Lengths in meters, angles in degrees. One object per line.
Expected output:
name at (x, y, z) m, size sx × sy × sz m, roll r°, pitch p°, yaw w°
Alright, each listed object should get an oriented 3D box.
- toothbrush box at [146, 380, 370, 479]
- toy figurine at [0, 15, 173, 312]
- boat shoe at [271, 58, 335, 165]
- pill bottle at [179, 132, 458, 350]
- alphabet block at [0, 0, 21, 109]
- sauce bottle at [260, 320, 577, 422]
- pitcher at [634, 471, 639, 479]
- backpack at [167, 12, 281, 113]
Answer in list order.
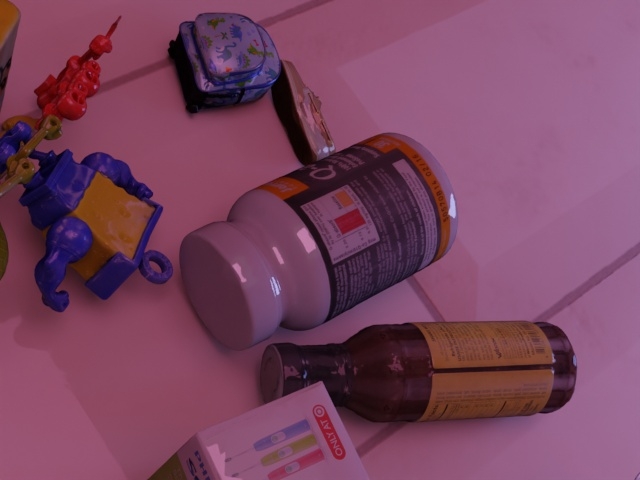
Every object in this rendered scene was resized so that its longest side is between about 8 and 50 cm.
toothbrush box at (-0.053, 0.270, 0.874) m, size 0.122 × 0.283 × 0.206 m, roll -19°, pitch 74°, yaw -29°
toy figurine at (-0.218, -0.025, 0.993) m, size 0.217 × 0.191 × 0.362 m, roll 44°, pitch 28°, yaw -22°
boat shoe at (-0.021, -0.155, 1.237) m, size 0.045 × 0.050 × 0.135 m, roll -14°, pitch 82°, yaw -32°
pill bottle at (0.000, 0.000, 1.101) m, size 0.278 × 0.162 × 0.162 m, roll -26°, pitch 78°, yaw -31°
alphabet block at (-0.418, -0.142, 0.968) m, size 0.193 × 0.197 × 0.192 m, roll 24°, pitch 59°, yaw -12°
sauce bottle at (0.107, 0.140, 1.109) m, size 0.344 × 0.111 × 0.111 m, roll 3°, pitch 65°, yaw -23°
pitcher at (0.290, 0.336, 1.034) m, size 0.125 × 0.207 × 0.178 m, roll 12°, pitch 62°, yaw -18°
backpack at (-0.106, -0.212, 1.204) m, size 0.114 × 0.084 × 0.105 m, roll -9°, pitch 72°, yaw -30°
